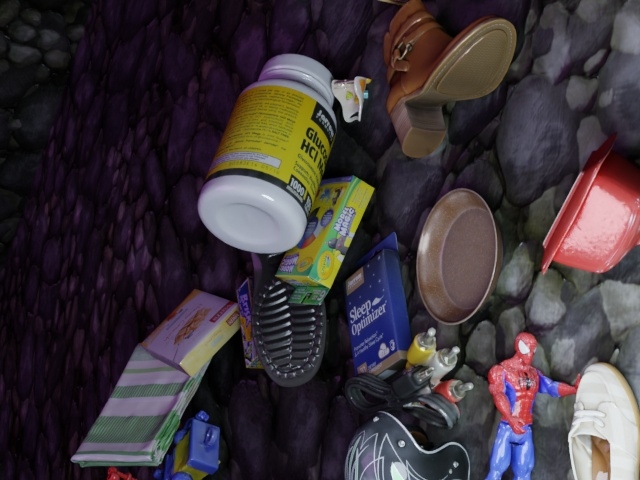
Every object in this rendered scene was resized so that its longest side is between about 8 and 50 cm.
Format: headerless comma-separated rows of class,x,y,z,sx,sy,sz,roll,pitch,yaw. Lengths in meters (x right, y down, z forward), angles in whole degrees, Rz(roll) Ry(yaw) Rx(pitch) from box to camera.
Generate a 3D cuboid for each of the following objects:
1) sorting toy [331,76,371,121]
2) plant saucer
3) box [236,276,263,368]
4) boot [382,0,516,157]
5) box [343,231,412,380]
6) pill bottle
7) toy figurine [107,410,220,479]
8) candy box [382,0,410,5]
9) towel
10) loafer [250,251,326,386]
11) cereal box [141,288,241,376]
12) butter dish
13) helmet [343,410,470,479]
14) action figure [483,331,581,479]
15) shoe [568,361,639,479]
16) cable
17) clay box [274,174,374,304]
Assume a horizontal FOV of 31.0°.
sorting toy,0.057,-0.244,2.006,0.083,0.045,0.075,7,97,61
plant saucer,0.206,0.024,1.666,0.199,0.036,0.198,-21,66,58
box,-0.118,0.158,2.217,0.059,0.054,0.168,-47,44,48
boot,0.181,-0.289,1.741,0.283,0.109,0.220,119,150,-47
box,0.090,0.110,1.864,0.136,0.037,0.225,-43,46,50
pill bottle,-0.079,-0.158,2.006,0.188,0.188,0.333,-40,28,52
toy figurine,-0.290,0.453,2.321,0.217,0.191,0.362,-43,28,29
candy box,0.186,-0.508,1.776,0.316,0.088,0.182,-24,62,58
towel,-0.363,0.331,2.402,0.248,0.038,0.324,-9,41,35
loafer,-0.055,0.089,2.079,0.130,0.134,0.365,67,-164,-69
cereal box,-0.262,0.187,2.388,0.173,0.047,0.240,-46,22,-17
butter dish,0.343,-0.025,1.354,0.160,0.118,0.160,-41,-23,-62
helmet,0.111,0.329,1.635,0.169,0.162,0.169,-23,64,58
action figure,0.262,0.257,1.452,0.139,0.092,0.280,180,96,-68
shoe,0.331,0.248,1.345,0.077,0.058,0.219,-21,67,46
cable,0.137,0.227,1.736,0.139,0.072,0.287,58,153,5
clay box,0.000,0.000,1.963,0.127,0.053,0.222,-3,59,62
